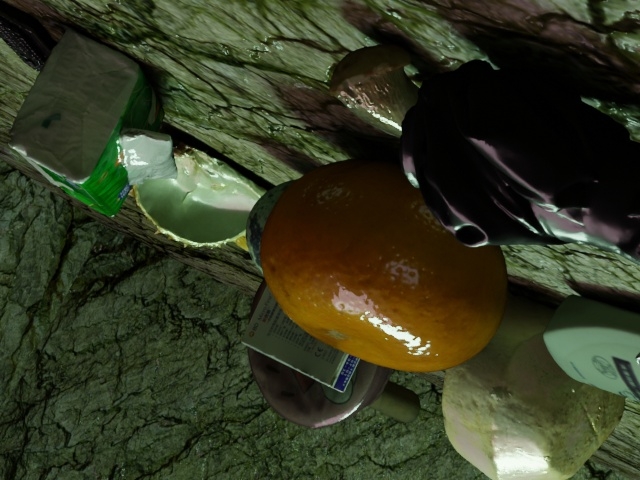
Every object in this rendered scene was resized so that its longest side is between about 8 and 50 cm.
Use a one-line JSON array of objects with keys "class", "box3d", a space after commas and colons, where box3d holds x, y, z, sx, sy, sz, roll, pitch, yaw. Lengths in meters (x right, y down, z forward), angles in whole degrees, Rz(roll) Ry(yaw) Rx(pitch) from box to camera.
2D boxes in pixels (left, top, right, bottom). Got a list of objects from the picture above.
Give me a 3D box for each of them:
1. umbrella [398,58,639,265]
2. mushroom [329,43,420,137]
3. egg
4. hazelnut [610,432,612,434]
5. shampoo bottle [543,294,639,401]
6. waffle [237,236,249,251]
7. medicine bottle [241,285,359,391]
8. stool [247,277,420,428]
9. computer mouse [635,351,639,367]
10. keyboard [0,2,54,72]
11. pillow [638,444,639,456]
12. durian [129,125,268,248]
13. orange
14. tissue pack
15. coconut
[{"class": "umbrella", "box3d": [0.202, -0.014, 0.769, 0.340, 0.118, 0.118, 25, 172, 22]}, {"class": "mushroom", "box3d": [0.092, -0.082, 0.947, 0.202, 0.054, 0.059, 26, 180, -32]}, {"class": "egg", "box3d": [0.000, 0.000, 1.507, 0.172, 0.132, 0.132, 17, 173, -1]}, {"class": "hazelnut", "box3d": [0.327, 0.219, 1.788, 0.150, 0.150, 0.150, 27, 173, 4]}, {"class": "shampoo bottle", "box3d": [0.361, 0.126, 1.270, 0.134, 0.078, 0.359, 44, 166, -29]}, {"class": "waffle", "box3d": [-0.126, -0.026, 2.080, 0.312, 0.060, 0.307, 33, 173, -35]}, {"class": "medicine bottle", "box3d": [0.000, 0.081, 1.805, 0.171, 0.201, 0.052, 22, 175, 33]}, {"class": "stool", "box3d": [0.042, 0.142, 1.956, 0.272, 0.272, 0.178, 21, -174, 43]}, {"class": "computer mouse", "box3d": [0.356, 0.108, 1.090, 0.126, 0.056, 0.245, 54, 160, -4]}, {"class": "keyboard", "box3d": [-0.346, -0.232, 1.578, 0.094, 0.025, 0.230, 29, 173, 8]}, {"class": "pillow", "box3d": [0.427, 0.204, 1.378, 0.181, 0.134, 0.078, 28, 177, 20]}, {"class": "durian", "box3d": [-0.146, -0.074, 1.772, 0.252, 0.144, 0.139, 37, 133, -19]}, {"class": "orange", "box3d": [0.063, 0.020, 1.255, 0.240, 0.171, 0.240, 21, 159, 9]}, {"class": "tissue pack", "box3d": [-0.234, -0.115, 1.492, 0.156, 0.148, 0.209, 28, 172, 3]}, {"class": "coconut", "box3d": [0.239, 0.180, 1.587, 0.197, 0.237, 0.237, -11, -162, -35]}]
